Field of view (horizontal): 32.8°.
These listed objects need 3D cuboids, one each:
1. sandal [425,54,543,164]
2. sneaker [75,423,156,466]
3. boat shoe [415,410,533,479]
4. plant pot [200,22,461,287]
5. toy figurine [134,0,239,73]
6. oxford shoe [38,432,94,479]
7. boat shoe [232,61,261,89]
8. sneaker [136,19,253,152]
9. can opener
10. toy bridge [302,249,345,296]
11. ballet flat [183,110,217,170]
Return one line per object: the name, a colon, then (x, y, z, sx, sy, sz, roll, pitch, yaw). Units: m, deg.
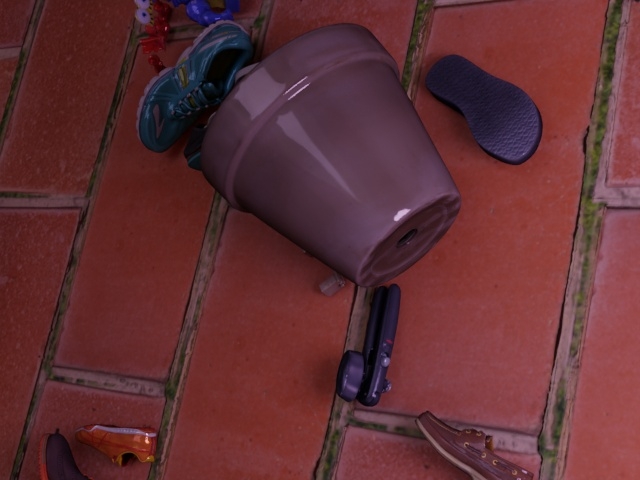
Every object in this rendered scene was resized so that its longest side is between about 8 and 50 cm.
sandal: (0.244, -0.191, 1.568, 0.097, 0.054, 0.254, -41, 43, 8)
sneaker: (-0.341, 0.334, 1.774, 0.175, 0.064, 0.067, -2, 81, 39)
boat shoe: (0.199, 0.273, 1.401, 0.178, 0.064, 0.060, 38, 90, 34)
plant pot: (0.038, -0.096, 1.536, 0.323, 0.323, 0.280, -45, 67, 13)
toy figurine: (-0.213, -0.478, 1.995, 0.217, 0.191, 0.362, -6, 61, 3)
oxford shoe: (-0.382, 0.418, 1.764, 0.098, 0.097, 0.271, -30, 59, 0)
boat shoe: (-0.046, -0.262, 1.775, 0.254, 0.095, 0.079, -11, 65, 35)
sneaker: (-0.220, -0.264, 1.887, 0.275, 0.107, 0.110, -51, 39, 10)
can opener: (0.081, 0.147, 1.541, 0.059, 0.073, 0.186, 0, 62, 45)
toy bridge: (0.000, 0.000, 1.679, 0.063, 0.026, 0.188, -39, 54, 16)
ballet flat: (-0.141, -0.182, 1.773, 0.280, 0.095, 0.096, -8, 70, 53)
